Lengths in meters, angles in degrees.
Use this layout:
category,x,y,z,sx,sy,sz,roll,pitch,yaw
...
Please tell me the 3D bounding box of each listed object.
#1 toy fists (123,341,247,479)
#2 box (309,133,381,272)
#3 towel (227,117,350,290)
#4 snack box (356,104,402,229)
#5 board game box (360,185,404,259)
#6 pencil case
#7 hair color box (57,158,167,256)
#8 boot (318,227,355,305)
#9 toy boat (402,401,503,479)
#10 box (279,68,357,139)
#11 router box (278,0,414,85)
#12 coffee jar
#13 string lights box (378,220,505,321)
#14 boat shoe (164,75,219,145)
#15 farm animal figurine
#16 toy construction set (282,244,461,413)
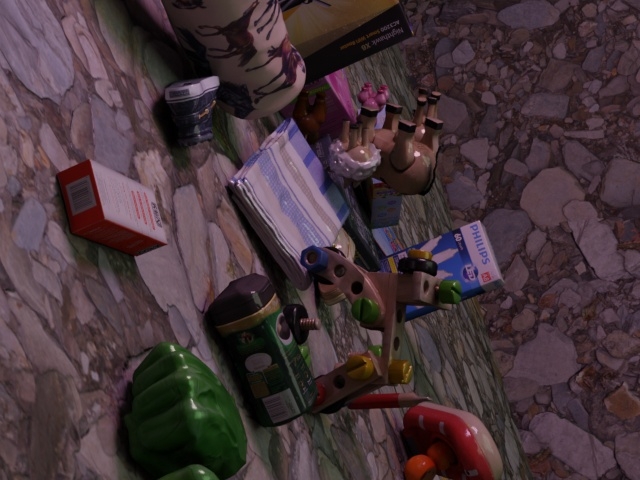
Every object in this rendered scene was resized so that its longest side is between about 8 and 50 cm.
category,x,y,z,sx,sy,sz,roll,pitch,yaw
toy fists,-0.124,0.227,1.089,0.142,0.096,0.279,67,8,-53
box,0.044,-0.066,2.234,0.183,0.059,0.233,53,19,-56
towel,-0.040,-0.065,1.812,0.209,0.034,0.285,56,28,-14
snack box,0.117,-0.145,2.300,0.207,0.070,0.174,92,-12,-66
board game box,0.142,0.006,2.573,0.281,0.027,0.145,52,22,-49
pencil case,-0.136,-0.351,1.631,0.183,0.160,0.410,-58,153,-22
hair color box,-0.220,-0.032,1.213,0.141,0.043,0.072,30,41,-67
boot,0.000,0.000,1.941,0.165,0.077,0.213,60,15,-26
toy boat,0.214,0.391,2.048,0.231,0.151,0.151,2,-58,58
box,-0.038,-0.341,2.217,0.243,0.117,0.214,51,22,-50
router box,-0.029,-0.402,1.941,0.081,0.308,0.243,-93,157,-61
coffee jar,-0.073,0.137,1.442,0.096,0.079,0.184,-53,121,-70
string lights box,0.232,0.071,2.328,0.077,0.259,0.133,33,37,-67
boat shoe,-0.177,-0.181,1.584,0.183,0.065,0.083,-67,150,-75
farm animal figurine,0.115,-0.166,2.070,0.327,0.330,0.172,-138,-130,-56
toy construction set,0.103,0.149,1.676,0.309,0.237,0.257,60,34,-46
